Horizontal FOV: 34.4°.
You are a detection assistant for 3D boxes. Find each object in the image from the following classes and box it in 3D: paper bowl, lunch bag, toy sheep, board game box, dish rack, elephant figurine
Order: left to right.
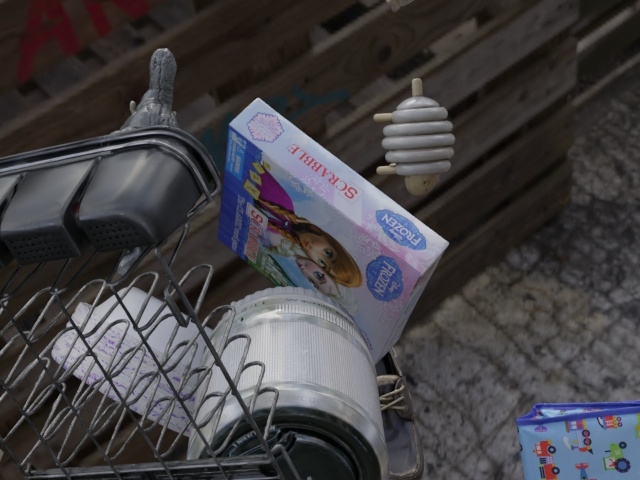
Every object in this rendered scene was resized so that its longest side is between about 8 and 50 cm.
[{"bbox_3d":[-0.123,0.077,0.617,0.208,0.271,0.074,-8,33,25],"label":"dish rack"},{"bbox_3d":[-0.246,-0.114,1.444,0.186,0.239,0.169,41,40,21],"label":"elephant figurine"},{"bbox_3d":[-0.236,0.173,1.519,0.284,0.284,0.148,26,82,21],"label":"paper bowl"},{"bbox_3d":[0.000,0.000,1.437,0.318,0.318,0.066,38,64,12],"label":"board game box"},{"bbox_3d":[0.108,-0.115,1.159,0.091,0.132,0.091,-6,10,1],"label":"toy sheep"},{"bbox_3d":[0.500,0.385,1.731,0.293,0.138,0.220,-9,90,27],"label":"lunch bag"}]

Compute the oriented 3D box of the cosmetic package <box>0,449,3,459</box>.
[{"bbox_3d":[-0.516,0.351,1.509,0.060,0.041,0.115,3,54,17],"label":"cosmetic package"}]

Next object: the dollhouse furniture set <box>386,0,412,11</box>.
[{"bbox_3d":[0.177,-0.415,1.547,0.356,0.174,0.303,-34,73,9],"label":"dollhouse furniture set"}]

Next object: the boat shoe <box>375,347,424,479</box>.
[{"bbox_3d":[0.107,0.306,1.942,0.132,0.130,0.355,-12,44,-7],"label":"boat shoe"}]

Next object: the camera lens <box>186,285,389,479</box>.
[{"bbox_3d":[-0.038,0.204,1.202,0.219,0.219,0.274,-5,27,0],"label":"camera lens"}]
